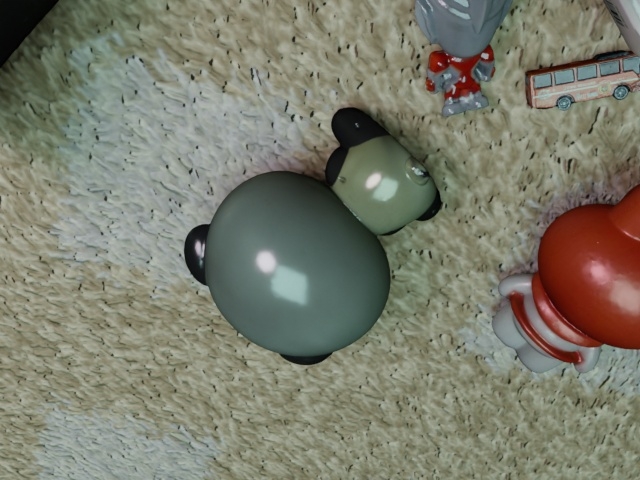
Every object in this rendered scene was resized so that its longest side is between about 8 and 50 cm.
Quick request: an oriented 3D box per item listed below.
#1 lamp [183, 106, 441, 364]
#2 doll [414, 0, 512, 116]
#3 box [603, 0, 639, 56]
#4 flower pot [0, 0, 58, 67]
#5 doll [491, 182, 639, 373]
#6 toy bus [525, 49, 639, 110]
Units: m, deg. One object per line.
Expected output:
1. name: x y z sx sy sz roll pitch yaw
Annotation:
1. lamp: 0.000 0.000 0.622 0.244 0.198 0.198 -45 108 1
2. doll: 0.129 -0.191 0.557 0.093 0.079 0.180 -12 131 -5
3. box: 0.328 -0.300 0.422 0.332 0.145 0.173 -34 110 26
4. flower pot: -0.338 -0.248 0.457 0.251 0.379 0.379 -34 112 -1
5. doll: 0.294 0.036 0.620 0.161 0.129 0.290 49 133 12
6. toy bus: 0.251 -0.151 0.588 0.110 0.031 0.043 -9 111 11
